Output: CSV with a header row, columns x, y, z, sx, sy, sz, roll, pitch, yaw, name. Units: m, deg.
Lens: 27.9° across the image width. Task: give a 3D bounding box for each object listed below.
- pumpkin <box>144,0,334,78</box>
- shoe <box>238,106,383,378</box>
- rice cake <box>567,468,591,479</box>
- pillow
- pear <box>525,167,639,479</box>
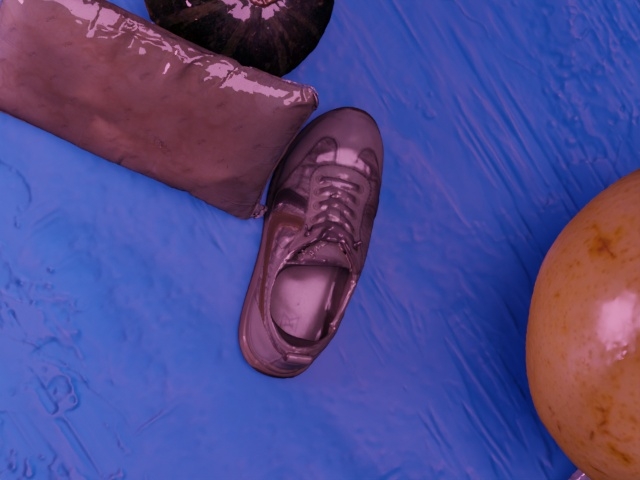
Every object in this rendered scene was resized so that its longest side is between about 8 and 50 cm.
x,y,z,sx,sy,sz,roll,pitch,yaw,name
-0.074,-0.240,1.206,0.190,0.146,0.190,1,87,-16,pumpkin
0.000,0.000,1.237,0.103,0.098,0.275,15,82,-16,shoe
0.338,0.307,1.328,0.226,0.040,0.085,34,80,-10,rice cake
-0.159,-0.131,1.172,0.302,0.185,0.075,24,46,-10,pillow
0.360,0.087,1.201,0.348,0.348,0.348,1,86,-14,pear
